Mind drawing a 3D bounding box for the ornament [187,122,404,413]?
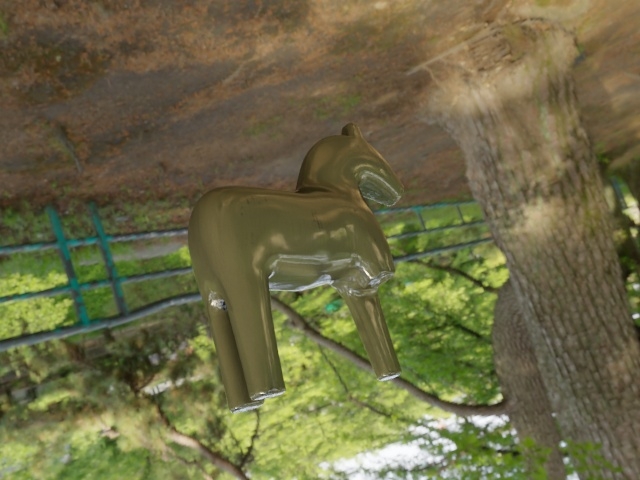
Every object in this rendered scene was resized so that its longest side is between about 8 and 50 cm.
[{"bbox_3d":[0.000,0.000,0.556,0.230,0.245,0.061,0,154,-38],"label":"ornament"}]
